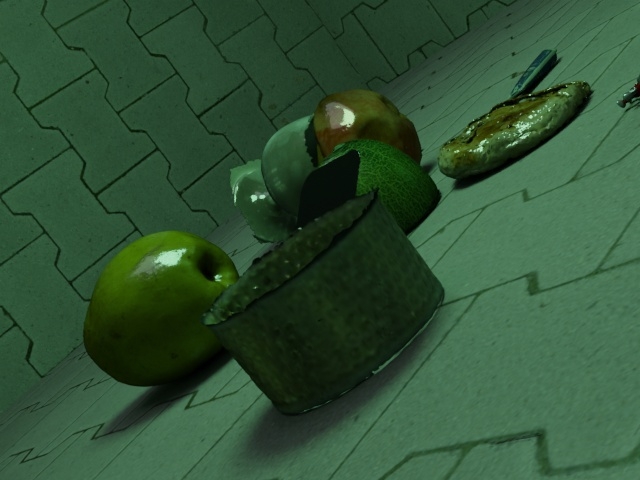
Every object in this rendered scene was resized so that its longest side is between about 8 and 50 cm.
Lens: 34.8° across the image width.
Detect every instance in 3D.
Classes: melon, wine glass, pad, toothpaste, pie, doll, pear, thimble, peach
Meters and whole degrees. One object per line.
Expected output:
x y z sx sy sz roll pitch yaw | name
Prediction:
0.098 -0.100 1.686 0.129 0.169 0.265 -31 12 29 | melon
-0.041 -0.141 2.245 0.323 0.238 0.238 -34 8 48 | wine glass
0.000 0.000 1.562 0.181 0.004 0.267 -22 55 57 | pad
0.428 -0.335 2.045 0.197 0.035 0.057 -47 4 -37 | toothpaste
0.313 -0.185 1.665 0.274 0.055 0.274 -31 11 7 | pie
0.447 -0.218 1.370 0.057 0.039 0.114 8 -32 -34 | doll
-0.272 0.123 1.765 0.307 0.253 0.253 -45 3 33 | pear
0.005 0.071 1.231 0.270 0.150 0.271 -36 9 7 | thimble
0.080 -0.184 1.992 0.214 0.236 0.214 -31 1 1 | peach
